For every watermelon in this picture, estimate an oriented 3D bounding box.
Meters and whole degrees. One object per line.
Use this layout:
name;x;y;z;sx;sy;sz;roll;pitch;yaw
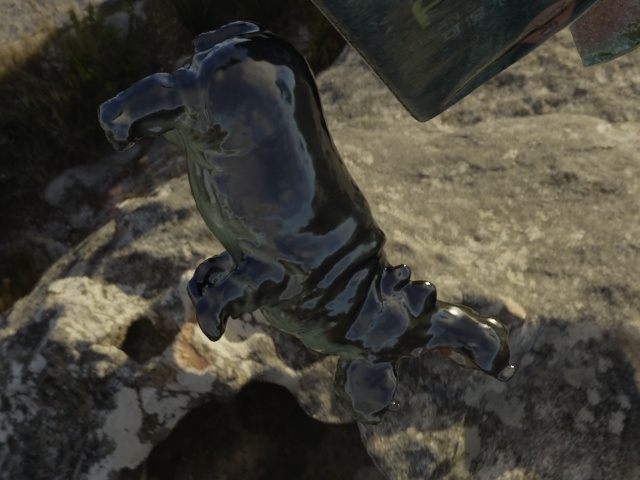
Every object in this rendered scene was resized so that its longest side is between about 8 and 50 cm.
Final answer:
watermelon;0.772;-0.577;1.893;0.302;0.264;0.151;39;46;-21

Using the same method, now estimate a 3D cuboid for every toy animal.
toy animal;-0.010;0.015;0.527;0.168;0.106;0.343;-41;110;-6

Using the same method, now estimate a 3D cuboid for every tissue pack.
tissue pack;0.106;-0.222;0.541;0.228;0.316;0.103;-35;70;13
